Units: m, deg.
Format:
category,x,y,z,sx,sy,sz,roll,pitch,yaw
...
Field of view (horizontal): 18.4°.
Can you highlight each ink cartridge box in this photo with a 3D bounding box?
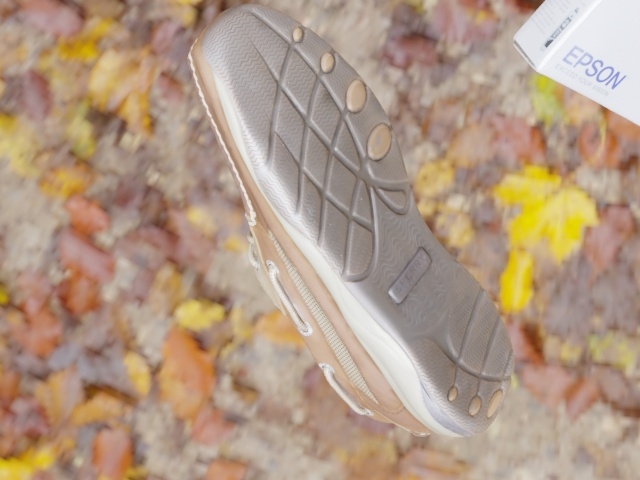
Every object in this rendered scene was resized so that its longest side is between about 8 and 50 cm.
category,x,y,z,sx,sy,sz,roll,pitch,yaw
ink cartridge box,0.281,-0.179,1.420,0.223,0.045,0.224,20,118,-45

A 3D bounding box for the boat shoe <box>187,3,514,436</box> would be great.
category,x,y,z,sx,sy,sz,roll,pitch,yaw
boat shoe,0.000,0.000,1.287,0.116,0.123,0.324,-14,112,45
